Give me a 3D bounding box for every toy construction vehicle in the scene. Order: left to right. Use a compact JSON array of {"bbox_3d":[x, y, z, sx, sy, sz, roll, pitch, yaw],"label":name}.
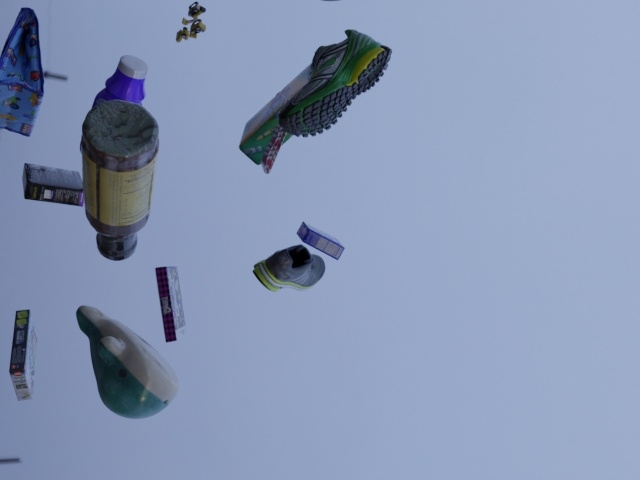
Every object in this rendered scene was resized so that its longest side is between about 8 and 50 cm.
[{"bbox_3d":[-0.293,-0.498,1.721,0.098,0.035,0.086,-19,-119,44],"label":"toy construction vehicle"}]

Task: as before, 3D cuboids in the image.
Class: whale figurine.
[{"bbox_3d":[-0.415,0.252,1.522,0.272,0.216,0.141,40,-100,19],"label":"whale figurine"}]

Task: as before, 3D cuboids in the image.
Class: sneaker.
[{"bbox_3d":[-0.057,0.071,2.073,0.121,0.300,0.111,-38,-104,25],"label":"sneaker"},{"bbox_3d":[0.016,-0.382,1.815,0.146,0.343,0.134,38,-24,18],"label":"sneaker"}]

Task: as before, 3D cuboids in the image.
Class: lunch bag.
[{"bbox_3d":[-0.823,-0.473,2.034,0.221,0.138,0.293,-41,-135,51],"label":"lunch bag"}]

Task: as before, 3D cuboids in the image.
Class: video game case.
[{"bbox_3d":[-0.471,0.197,2.358,0.210,0.041,0.232,132,-51,-87],"label":"video game case"}]

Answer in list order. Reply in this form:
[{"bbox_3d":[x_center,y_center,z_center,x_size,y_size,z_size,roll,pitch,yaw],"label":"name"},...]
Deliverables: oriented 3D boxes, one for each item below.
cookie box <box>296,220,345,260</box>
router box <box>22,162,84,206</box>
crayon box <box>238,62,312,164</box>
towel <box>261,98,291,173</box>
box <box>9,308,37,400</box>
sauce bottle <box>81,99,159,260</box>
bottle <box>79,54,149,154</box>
[{"bbox_3d":[0.000,0.000,1.892,0.040,0.107,0.092,-60,-162,7],"label":"cookie box"},{"bbox_3d":[-0.644,-0.135,1.796,0.179,0.133,0.046,43,-58,60],"label":"router box"},{"bbox_3d":[-0.098,-0.351,2.073,0.278,0.081,0.165,-38,-156,24],"label":"crayon box"},{"bbox_3d":[-0.112,-0.269,1.907,0.144,0.029,0.197,-121,-126,-76],"label":"towel"},{"bbox_3d":[-0.747,0.286,1.878,0.207,0.036,0.114,-109,-162,-47],"label":"box"},{"bbox_3d":[-0.318,-0.077,1.170,0.344,0.111,0.111,120,-38,-57],"label":"sauce bottle"},{"bbox_3d":[-0.475,-0.296,1.741,0.118,0.092,0.283,41,-55,13],"label":"bottle"}]
